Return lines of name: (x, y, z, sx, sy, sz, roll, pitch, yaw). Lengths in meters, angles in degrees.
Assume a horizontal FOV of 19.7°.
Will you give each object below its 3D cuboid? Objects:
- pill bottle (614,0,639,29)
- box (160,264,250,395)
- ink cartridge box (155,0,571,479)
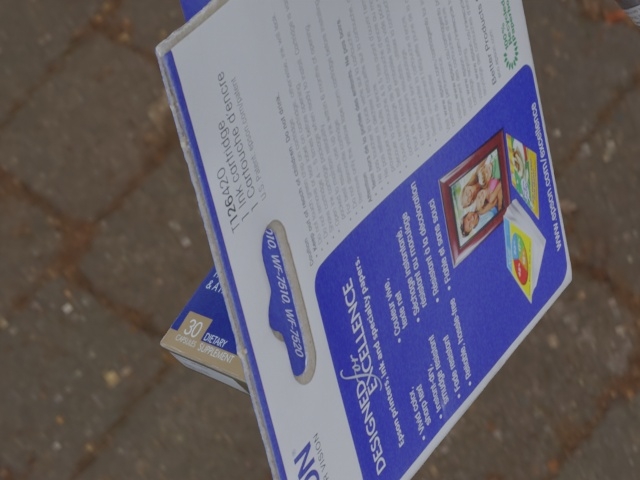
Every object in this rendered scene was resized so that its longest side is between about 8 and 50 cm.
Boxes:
pill bottle: (0.387, -0.177, 1.551, 0.176, 0.318, 0.176, -41, 10, 9)
box: (0.000, 0.000, 1.221, 0.136, 0.036, 0.225, 16, 67, 52)
ink cartridge box: (0.018, -0.031, 0.934, 0.072, 0.303, 0.307, 8, 35, 34)
